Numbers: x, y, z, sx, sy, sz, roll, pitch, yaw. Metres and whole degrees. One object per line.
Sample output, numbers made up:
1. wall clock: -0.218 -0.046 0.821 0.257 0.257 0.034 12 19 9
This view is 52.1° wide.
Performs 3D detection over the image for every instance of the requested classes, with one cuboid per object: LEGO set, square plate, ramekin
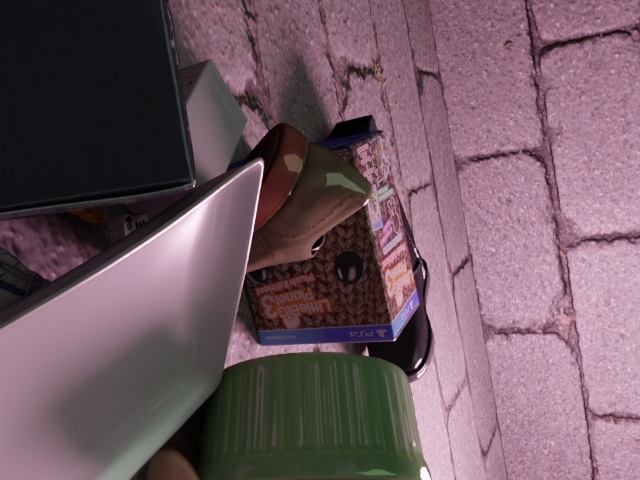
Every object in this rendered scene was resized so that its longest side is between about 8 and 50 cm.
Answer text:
1. LEGO set: -0.247 -0.079 0.684 0.093 0.086 0.228 -21 104 -74
2. square plate: -0.188 0.122 0.576 0.344 0.049 0.347 -41 155 -46
3. ramekin: -0.013 0.253 0.856 0.303 0.303 0.148 41 40 -54

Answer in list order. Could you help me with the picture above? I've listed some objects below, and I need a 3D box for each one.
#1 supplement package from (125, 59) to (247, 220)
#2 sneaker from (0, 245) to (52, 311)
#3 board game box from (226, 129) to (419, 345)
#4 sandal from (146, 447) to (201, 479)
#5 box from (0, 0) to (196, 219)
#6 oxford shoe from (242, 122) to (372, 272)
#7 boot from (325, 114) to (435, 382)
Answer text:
1. supplement package: -0.180 -0.123 0.817 0.105 0.105 0.179 59 34 -41
2. sneaker: -0.271 0.050 0.576 0.131 0.111 0.296 56 3 15
3. board game box: 0.000 0.000 1.014 0.141 0.231 0.291 -38 117 -60
4. sandal: -0.173 0.362 0.727 0.079 0.088 0.240 -19 107 -65
5. box: -0.205 -0.191 0.486 0.312 0.178 0.344 -152 -127 -78
6. oxford shoe: -0.068 0.002 0.767 0.130 0.348 0.123 23 61 -19
7. boot: 0.113 0.019 1.336 0.367 0.146 0.445 -83 156 -48
